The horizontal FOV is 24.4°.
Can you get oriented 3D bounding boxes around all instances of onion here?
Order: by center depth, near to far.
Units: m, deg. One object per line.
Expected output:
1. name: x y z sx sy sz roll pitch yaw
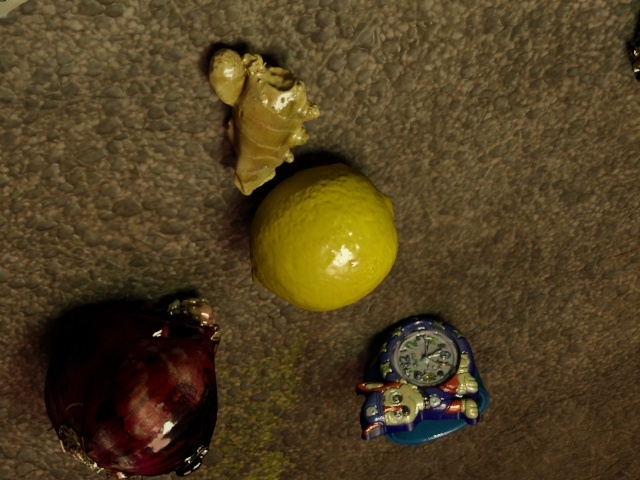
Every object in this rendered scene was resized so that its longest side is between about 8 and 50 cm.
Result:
1. onion: -0.231 0.196 1.873 0.281 0.281 0.221 -32 106 9

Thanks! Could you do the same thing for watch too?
1. watch: 0.149 0.225 2.185 0.196 0.171 0.200 -10 151 1

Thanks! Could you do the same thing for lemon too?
1. lemon: 0.000 0.000 1.839 0.203 0.178 0.178 -31 140 8

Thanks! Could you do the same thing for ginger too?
1. ginger: -0.061 -0.142 1.728 0.115 0.081 0.205 -14 138 -3

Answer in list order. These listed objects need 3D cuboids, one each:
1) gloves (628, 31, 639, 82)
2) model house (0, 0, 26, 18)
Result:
1. gloves: 0.512 -0.281 1.826 0.210 0.135 0.312 -5 139 -31
2. model house: -0.355 -0.255 1.470 0.100 0.088 0.100 -25 180 37
